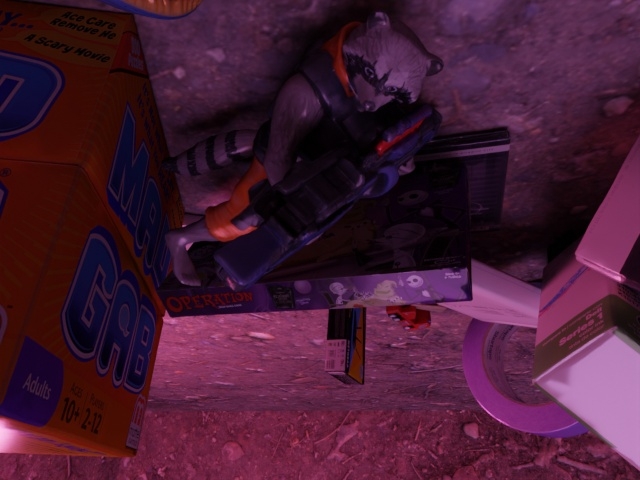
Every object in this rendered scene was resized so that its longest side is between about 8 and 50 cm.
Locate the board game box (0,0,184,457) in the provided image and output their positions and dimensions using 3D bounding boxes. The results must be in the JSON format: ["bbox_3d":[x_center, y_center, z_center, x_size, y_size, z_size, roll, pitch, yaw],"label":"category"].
[{"bbox_3d":[-0.371,0.013,0.493,0.357,0.356,0.356,5,151,-5],"label":"board game box"}]

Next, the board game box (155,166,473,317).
[{"bbox_3d":[0.000,0.000,0.573,0.347,0.208,0.056,-7,118,20],"label":"board game box"}]

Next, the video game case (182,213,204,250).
[{"bbox_3d":[-0.161,0.042,0.878,0.204,0.025,0.285,7,151,-9],"label":"video game case"}]

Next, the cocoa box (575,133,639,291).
[{"bbox_3d":[0.485,-0.001,0.440,0.347,0.231,0.228,16,-167,-23],"label":"cocoa box"}]

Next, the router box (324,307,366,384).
[{"bbox_3d":[0.056,0.195,0.983,0.046,0.178,0.133,-6,151,20],"label":"router box"}]

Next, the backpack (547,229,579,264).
[{"bbox_3d":[0.463,0.054,0.753,0.182,0.115,0.152,-7,150,18],"label":"backpack"}]

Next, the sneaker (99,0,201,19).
[{"bbox_3d":[-0.223,-0.236,0.314,0.297,0.111,0.131,22,163,-29],"label":"sneaker"}]

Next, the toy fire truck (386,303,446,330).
[{"bbox_3d":[0.211,0.135,0.995,0.135,0.047,0.192,-13,148,27],"label":"toy fire truck"}]

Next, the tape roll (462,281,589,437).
[{"bbox_3d":[0.413,0.222,0.899,0.275,0.274,0.090,-24,142,39],"label":"tape roll"}]

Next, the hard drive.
[{"bbox_3d":[0.201,0.066,0.756,0.353,0.047,0.233,21,168,-20],"label":"hard drive"}]

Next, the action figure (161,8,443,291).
[{"bbox_3d":[-0.042,-0.079,0.446,0.330,0.341,0.178,-33,95,37],"label":"action figure"}]

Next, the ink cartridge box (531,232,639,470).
[{"bbox_3d":[0.381,0.121,0.571,0.201,0.278,0.117,39,125,6],"label":"ink cartridge box"}]

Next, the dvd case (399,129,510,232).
[{"bbox_3d":[0.167,-0.066,0.658,0.165,0.018,0.221,-4,152,15],"label":"dvd case"}]
